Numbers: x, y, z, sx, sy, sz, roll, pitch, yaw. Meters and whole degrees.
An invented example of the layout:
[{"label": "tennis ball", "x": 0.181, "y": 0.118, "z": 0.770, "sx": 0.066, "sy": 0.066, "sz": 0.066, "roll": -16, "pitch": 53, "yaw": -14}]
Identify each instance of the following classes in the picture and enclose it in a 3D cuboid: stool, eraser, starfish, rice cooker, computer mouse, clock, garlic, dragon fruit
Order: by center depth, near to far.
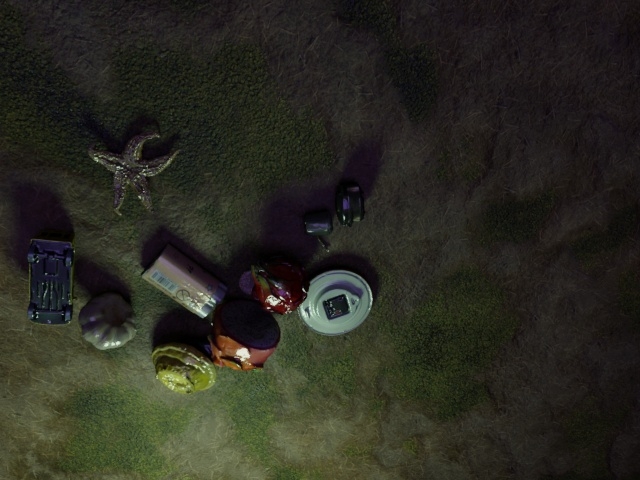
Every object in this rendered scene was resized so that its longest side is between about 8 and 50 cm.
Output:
[{"label": "starfish", "x": -0.638, "y": -0.232, "z": 1.709, "sx": 0.298, "sy": 0.060, "sz": 0.303, "roll": 1, "pitch": 108, "yaw": -16}, {"label": "rice cooker", "x": 0.110, "y": -0.136, "z": 1.844, "sx": 0.106, "sy": 0.112, "sz": 0.166, "roll": -15, "pitch": 115, "yaw": -9}, {"label": "dragon fruit", "x": -0.171, "y": 0.164, "z": 1.864, "sx": 0.293, "sy": 0.234, "sz": 0.234, "roll": 27, "pitch": 108, "yaw": -38}, {"label": "stool", "x": -0.009, "y": -0.064, "z": 1.868, "sx": 0.110, "sy": 0.096, "sz": 0.096, "roll": -6, "pitch": 114, "yaw": -1}, {"label": "garlic", "x": -0.821, "y": 0.321, "z": 1.874, "sx": 0.212, "sy": 0.219, "sz": 0.218, "roll": -28, "pitch": 119, "yaw": 36}, {"label": "eraser", "x": -0.521, "y": 0.163, "z": 1.890, "sx": 0.290, "sy": 0.087, "sz": 0.171, "roll": 40, "pitch": 104, "yaw": -21}, {"label": "dragon fruit", "x": -0.302, "y": 0.387, "z": 1.921, "sx": 0.290, "sy": 0.291, "sz": 0.189, "roll": 19, "pitch": 118, "yaw": -16}, {"label": "clock", "x": 0.063, "y": 0.256, "z": 2.027, "sx": 0.318, "sy": 0.080, "sz": 0.319, "roll": -3, "pitch": 114, "yaw": -7}, {"label": "computer mouse", "x": -0.472, "y": 0.454, "z": 2.031, "sx": 0.216, "sy": 0.073, "sz": 0.122, "roll": -3, "pitch": 112, "yaw": -5}]

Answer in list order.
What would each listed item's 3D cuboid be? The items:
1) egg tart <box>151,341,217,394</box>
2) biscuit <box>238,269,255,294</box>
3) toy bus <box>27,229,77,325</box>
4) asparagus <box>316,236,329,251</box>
[{"label": "egg tart", "x": -0.560, "y": 0.529, "z": 1.982, "sx": 0.289, "sy": 0.115, "sz": 0.291, "roll": 10, "pitch": 131, "yaw": 11}, {"label": "biscuit", "x": -0.267, "y": 0.166, "z": 1.969, "sx": 0.120, "sy": 0.015, "sz": 0.120, "roll": -3, "pitch": 113, "yaw": -7}, {"label": "toy bus", "x": -0.953, "y": 0.135, "z": 1.771, "sx": 0.145, "sy": 0.151, "sz": 0.332, "roll": 6, "pitch": 111, "yaw": -18}, {"label": "asparagus", "x": 0.000, "y": 0.000, "z": 1.939, "sx": 0.014, "sy": 0.015, "sz": 0.114, "roll": -34, "pitch": 114, "yaw": 4}]
